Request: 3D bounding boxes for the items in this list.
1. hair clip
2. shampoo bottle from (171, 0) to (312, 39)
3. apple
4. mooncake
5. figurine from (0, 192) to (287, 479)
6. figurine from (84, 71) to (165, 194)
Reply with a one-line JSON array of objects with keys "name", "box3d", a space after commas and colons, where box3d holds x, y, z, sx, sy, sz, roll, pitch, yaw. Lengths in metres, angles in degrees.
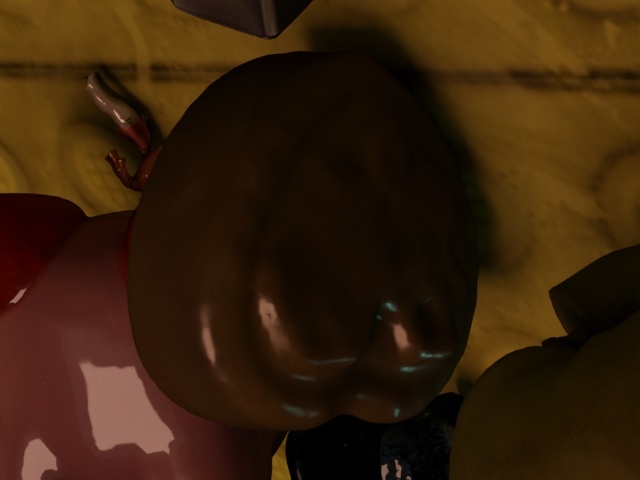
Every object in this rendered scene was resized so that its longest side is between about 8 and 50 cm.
[{"name": "hair clip", "box3d": [0.064, 0.266, 1.259, 0.194, 0.206, 0.310, -5, 124, 42]}, {"name": "shampoo bottle", "box3d": [-0.049, -0.231, 0.932, 0.080, 0.079, 0.246, 20, 141, 25]}, {"name": "apple", "box3d": [0.207, 0.135, 0.907, 0.292, 0.292, 0.254, -18, 114, 51]}, {"name": "mooncake", "box3d": [0.000, 0.000, 1.029, 0.117, 0.235, 0.234, 6, 132, 45]}, {"name": "figurine", "box3d": [-0.117, 0.067, 1.219, 0.270, 0.211, 0.261, 0, 110, 24]}, {"name": "figurine", "box3d": [-0.135, -0.071, 1.228, 0.109, 0.047, 0.064, 52, 174, -5]}]
